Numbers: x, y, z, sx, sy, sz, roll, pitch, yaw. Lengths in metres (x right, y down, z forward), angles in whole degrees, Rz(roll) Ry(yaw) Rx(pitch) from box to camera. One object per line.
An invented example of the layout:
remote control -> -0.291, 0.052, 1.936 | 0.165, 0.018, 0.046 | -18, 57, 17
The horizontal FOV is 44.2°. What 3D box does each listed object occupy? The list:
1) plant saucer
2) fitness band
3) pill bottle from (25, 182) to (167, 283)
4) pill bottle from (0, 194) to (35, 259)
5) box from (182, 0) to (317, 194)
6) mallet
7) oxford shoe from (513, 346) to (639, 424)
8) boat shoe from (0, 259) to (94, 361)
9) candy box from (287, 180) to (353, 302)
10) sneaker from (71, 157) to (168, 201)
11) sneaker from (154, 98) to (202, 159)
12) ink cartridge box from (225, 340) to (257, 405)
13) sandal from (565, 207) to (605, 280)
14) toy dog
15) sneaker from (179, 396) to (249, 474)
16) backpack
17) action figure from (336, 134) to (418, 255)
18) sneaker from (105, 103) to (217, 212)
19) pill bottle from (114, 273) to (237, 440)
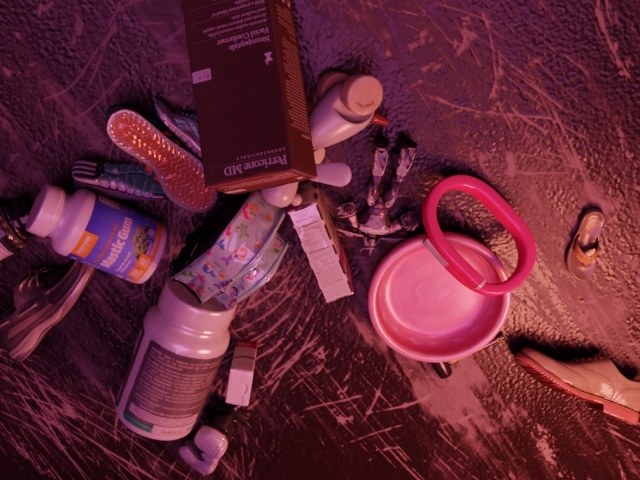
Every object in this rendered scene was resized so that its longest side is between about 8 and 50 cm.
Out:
plant saucer -> 0.275, 0.126, 1.850 | 0.332, 0.084, 0.332 | 0, 114, 0
fitness band -> 0.346, -0.013, 1.735 | 0.291, 0.054, 0.209 | 46, 68, -2
pill bottle -> -0.486, -0.020, 1.713 | 0.272, 0.152, 0.152 | 25, 111, -29
pill bottle -> -0.737, -0.012, 1.757 | 0.219, 0.123, 0.122 | -28, 111, -3
box -> -0.140, -0.295, 1.541 | 0.191, 0.143, 0.381 | -10, 86, 19
mallet -> 0.368, 0.285, 1.946 | 0.190, 0.039, 0.062 | -19, 110, 4
oxford shoe -> 0.640, 0.327, 1.940 | 0.348, 0.123, 0.130 | 27, 84, -10
boat shoe -> -0.647, 0.133, 1.823 | 0.130, 0.132, 0.355 | 39, 106, -15
candy box -> 0.000, 0.000, 1.755 | 0.071, 0.159, 0.233 | -19, 111, 6
sneaker -> -0.441, -0.120, 1.763 | 0.224, 0.083, 0.098 | 13, 142, -10
sneaker -> -0.287, -0.253, 1.709 | 0.076, 0.065, 0.166 | -46, 110, 0
ink cartridge box -> -0.190, 0.318, 1.900 | 0.056, 0.135, 0.099 | 9, 112, -3
sandal -> 0.617, 0.014, 1.823 | 0.072, 0.049, 0.180 | 7, 113, -3
toy dog -> 0.024, -0.203, 1.651 | 0.161, 0.220, 0.334 | 34, 112, -29
sneaker -> -0.261, 0.490, 1.991 | 0.101, 0.153, 0.268 | 40, 144, 1
backpack -> -0.180, 0.011, 1.696 | 0.191, 0.225, 0.253 | 37, 129, -9
action figure -> 0.131, -0.090, 1.753 | 0.186, 0.099, 0.284 | 4, 118, -14
sneaker -> -0.339, -0.186, 1.706 | 0.108, 0.121, 0.302 | -41, 119, 4
pill bottle -> -0.334, 0.268, 1.842 | 0.204, 0.204, 0.361 | 21, 112, -9
